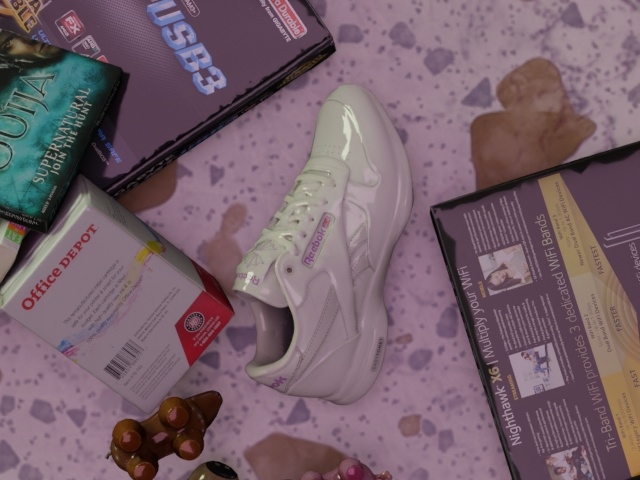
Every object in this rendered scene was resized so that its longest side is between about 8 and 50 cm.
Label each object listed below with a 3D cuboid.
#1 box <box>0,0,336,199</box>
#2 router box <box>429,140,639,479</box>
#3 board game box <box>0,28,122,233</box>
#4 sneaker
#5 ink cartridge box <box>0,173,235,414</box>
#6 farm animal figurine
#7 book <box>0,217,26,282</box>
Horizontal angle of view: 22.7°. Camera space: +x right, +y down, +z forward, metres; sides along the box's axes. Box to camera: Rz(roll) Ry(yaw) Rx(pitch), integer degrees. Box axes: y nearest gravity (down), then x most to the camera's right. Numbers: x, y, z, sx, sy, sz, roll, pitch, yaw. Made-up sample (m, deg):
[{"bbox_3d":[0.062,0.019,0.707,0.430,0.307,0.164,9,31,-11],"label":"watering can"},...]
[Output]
[{"bbox_3d":[-0.184,-0.228,1.565,0.293,0.073,0.295,-33,86,2],"label":"box"},{"bbox_3d":[0.262,0.079,1.517,0.243,0.081,0.309,-16,86,2],"label":"router box"},{"bbox_3d":[-0.274,-0.104,1.471,0.126,0.026,0.186,18,58,3],"label":"board game box"},{"bbox_3d":[0.000,0.000,1.495,0.152,0.114,0.305,8,86,-35],"label":"sneaker"},{"bbox_3d":[-0.194,0.047,1.489,0.176,0.127,0.128,40,94,-20],"label":"ink cartridge box"},{"bbox_3d":[-0.092,0.303,1.483,0.330,0.172,0.327,38,85,-8],"label":"farm animal figurine"},{"bbox_3d":[-0.293,-0.017,1.496,0.035,0.144,0.096,31,131,-19],"label":"book"}]
